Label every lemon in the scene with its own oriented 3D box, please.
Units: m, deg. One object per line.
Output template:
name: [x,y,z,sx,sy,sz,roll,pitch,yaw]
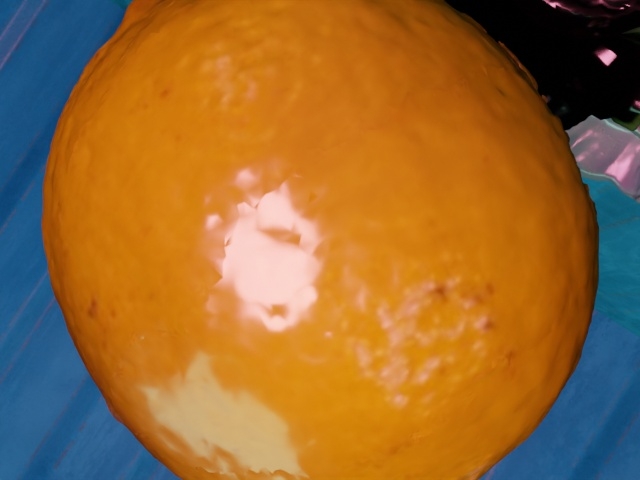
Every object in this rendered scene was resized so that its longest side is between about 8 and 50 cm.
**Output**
lemon: [0.000,-0.001,0.458,0.297,0.297,0.297,33,178,1]

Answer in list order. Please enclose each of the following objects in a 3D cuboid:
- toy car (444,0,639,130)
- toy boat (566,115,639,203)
toy car: [0.122,-0.188,0.486,0.358,0.176,0.213,37,177,11]
toy boat: [0.273,-0.115,0.789,0.290,0.100,0.199,34,179,2]
